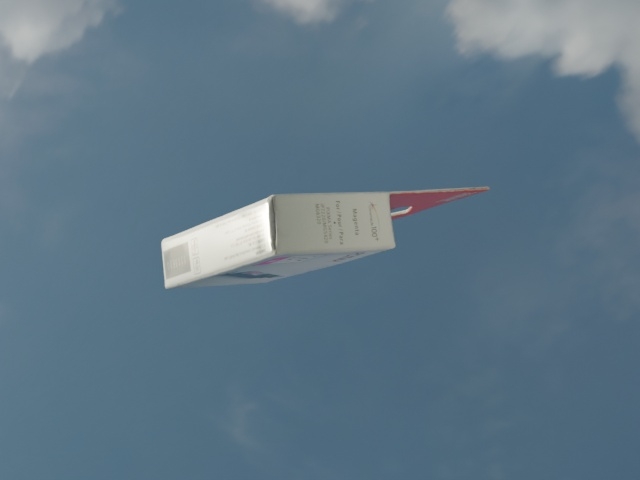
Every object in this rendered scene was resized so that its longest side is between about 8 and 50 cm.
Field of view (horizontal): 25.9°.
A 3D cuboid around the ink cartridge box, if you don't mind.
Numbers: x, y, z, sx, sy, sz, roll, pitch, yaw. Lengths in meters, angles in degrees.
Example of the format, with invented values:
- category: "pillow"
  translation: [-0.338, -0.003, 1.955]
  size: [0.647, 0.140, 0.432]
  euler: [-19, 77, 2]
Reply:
- category: "ink cartridge box"
  translation: [0.000, 0.000, 1.391]
  size: [0.239, 0.275, 0.060]
  euler: [-2, -97, -28]
